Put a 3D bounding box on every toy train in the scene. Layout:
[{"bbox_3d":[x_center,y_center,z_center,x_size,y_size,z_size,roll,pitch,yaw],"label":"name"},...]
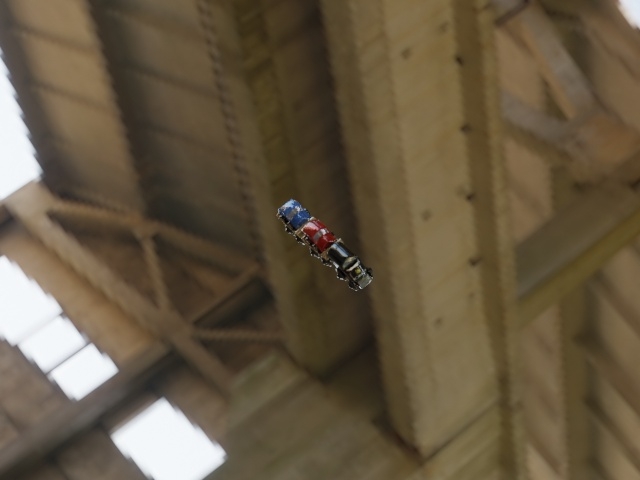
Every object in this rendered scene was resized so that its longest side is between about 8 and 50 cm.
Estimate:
[{"bbox_3d":[0.000,0.000,1.542,0.036,0.027,0.158,55,-8,-36],"label":"toy train"}]
